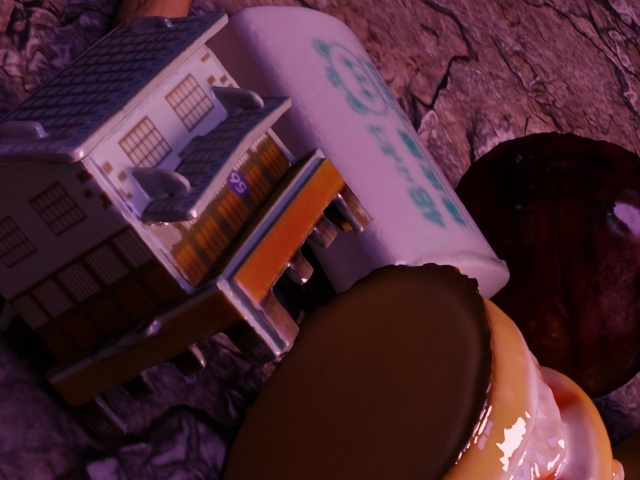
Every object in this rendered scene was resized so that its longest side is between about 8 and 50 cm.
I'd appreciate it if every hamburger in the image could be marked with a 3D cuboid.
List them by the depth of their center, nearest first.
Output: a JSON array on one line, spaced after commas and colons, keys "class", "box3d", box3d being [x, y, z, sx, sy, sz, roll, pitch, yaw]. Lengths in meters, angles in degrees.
[{"class": "hamburger", "box3d": [0.064, 0.166, 0.930, 0.186, 0.261, 0.303, 40, -4, -29]}]

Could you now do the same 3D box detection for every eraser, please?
[{"class": "eraser", "box3d": [0.030, -0.065, 1.156, 0.189, 0.104, 0.290, -2, 55, -51]}]

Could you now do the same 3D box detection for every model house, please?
[{"class": "model house", "box3d": [-0.119, -0.018, 0.885, 0.215, 0.198, 0.224, 51, 36, -12]}]

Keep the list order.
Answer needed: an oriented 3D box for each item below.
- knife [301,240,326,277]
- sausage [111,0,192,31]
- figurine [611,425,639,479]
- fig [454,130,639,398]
[{"class": "knife", "box3d": [0.000, 0.000, 1.166, 0.060, 0.028, 0.230, 57, 30, 0]}, {"class": "sausage", "box3d": [-0.141, -0.185, 1.113, 0.066, 0.066, 0.301, 37, 38, -24]}, {"class": "figurine", "box3d": [0.467, 0.143, 1.118, 0.361, 0.377, 0.266, 32, 57, 20]}, {"class": "fig", "box3d": [0.236, 0.024, 1.254, 0.224, 0.224, 0.263, -11, 85, -53]}]
